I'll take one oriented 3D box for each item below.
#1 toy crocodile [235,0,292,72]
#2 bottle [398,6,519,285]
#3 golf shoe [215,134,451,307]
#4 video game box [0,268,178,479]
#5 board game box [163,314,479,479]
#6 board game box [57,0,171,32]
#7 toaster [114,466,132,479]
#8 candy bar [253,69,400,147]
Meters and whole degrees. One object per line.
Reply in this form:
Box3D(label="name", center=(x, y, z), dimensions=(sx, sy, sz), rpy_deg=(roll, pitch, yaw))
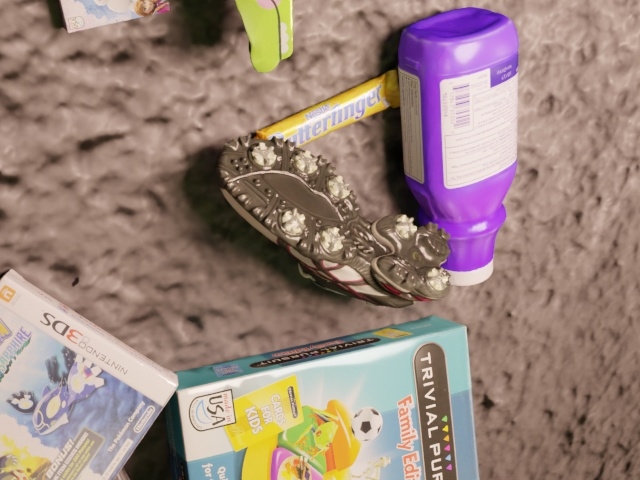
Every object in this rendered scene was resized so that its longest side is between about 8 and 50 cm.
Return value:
Box3D(label="toy crocodile", center=(-0.055, -0.302, 0.734), dimensions=(0.105, 0.115, 0.340), rpy_deg=(-3, 117, -5))
Box3D(label="bottle", center=(0.143, -0.087, 0.964), dimensions=(0.118, 0.092, 0.283), rpy_deg=(-24, 125, -25))
Box3D(label="golf shoe", center=(0.000, 0.000, 0.923), dimensions=(0.273, 0.105, 0.120), rpy_deg=(30, 143, -25))
Box3D(label="video game box", center=(-0.262, 0.161, 0.857), dimensions=(0.187, 0.048, 0.205), rpy_deg=(34, 88, -9))
Box3D(label="board game box", center=(0.010, 0.240, 1.032), dimensions=(0.336, 0.079, 0.253), rpy_deg=(-10, 99, -23))
Box3D(label="board game box", center=(-0.174, -0.223, 0.770), dimensions=(0.090, 0.020, 0.090), rpy_deg=(-17, 123, -17))
Box3D(label="toaster", center=(-0.243, 0.327, 0.977), dimensions=(0.186, 0.110, 0.168), rpy_deg=(-24, 125, -14))
Box3D(label="candy bar", center=(0.008, -0.119, 0.924), dimensions=(0.161, 0.018, 0.040), rpy_deg=(-26, 125, -14))
